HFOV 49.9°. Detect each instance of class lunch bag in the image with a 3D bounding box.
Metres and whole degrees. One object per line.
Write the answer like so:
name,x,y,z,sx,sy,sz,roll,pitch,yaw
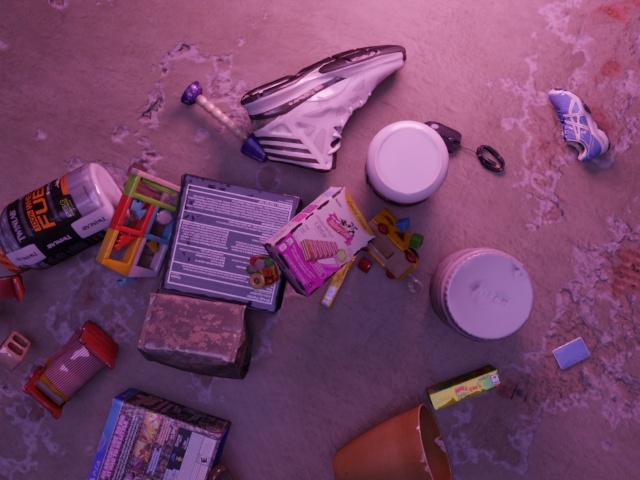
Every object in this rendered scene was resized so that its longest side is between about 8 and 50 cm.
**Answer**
lunch bag,-0.295,0.249,1.705,0.235,0.287,0.169,8,67,2

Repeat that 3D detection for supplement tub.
supplement tub,-0.670,-0.050,1.764,0.316,0.193,0.193,-28,87,2
supplement tub,0.204,-0.176,1.684,0.191,0.272,0.191,0,89,3

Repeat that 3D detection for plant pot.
plant pot,0.169,0.552,1.709,0.254,0.237,0.237,-19,87,18

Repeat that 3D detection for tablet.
tablet,0.649,0.292,1.783,0.083,0.006,0.054,-27,87,1

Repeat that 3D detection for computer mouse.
computer mouse,0.371,-0.245,1.795,0.242,0.041,0.071,24,89,3

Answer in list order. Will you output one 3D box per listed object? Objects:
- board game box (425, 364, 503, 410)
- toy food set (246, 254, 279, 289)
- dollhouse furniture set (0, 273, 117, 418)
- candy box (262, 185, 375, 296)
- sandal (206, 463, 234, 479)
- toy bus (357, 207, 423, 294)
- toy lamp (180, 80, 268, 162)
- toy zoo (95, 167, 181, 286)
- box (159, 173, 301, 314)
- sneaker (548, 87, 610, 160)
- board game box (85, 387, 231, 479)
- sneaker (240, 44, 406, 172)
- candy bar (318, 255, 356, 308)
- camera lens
board game box,0.364,0.373,1.752,0.181,0.092,0.043,-22,86,2
toy food set,-0.137,0.073,1.631,0.083,0.020,0.082,-11,100,22
dollhouse furniture set,-0.718,0.240,1.725,0.201,0.152,0.374,-44,107,2
candy box,0.000,0.000,1.654,0.233,0.071,0.159,-42,112,-19
sandal,-0.220,0.647,1.731,0.060,0.090,0.219,13,131,35
toy bus,0.192,0.013,1.765,0.191,0.104,0.202,11,123,31
toy lamp,-0.241,-0.307,1.807,0.275,0.080,0.080,38,90,2
toy zoo,-0.457,-0.020,1.760,0.030,0.192,0.293,21,89,34
box,-0.220,0.009,1.745,0.296,0.183,0.294,12,89,2
sneaker,0.649,-0.298,1.762,0.081,0.080,0.211,-37,86,-2
board game box,-0.409,0.542,1.760,0.291,0.141,0.232,19,89,3
sneaker,0.038,-0.331,1.784,0.447,0.169,0.257,-24,113,-9
candy bar,0.043,0.106,1.812,0.040,0.018,0.161,25,90,7
camera lens,0.384,0.128,1.666,0.219,0.274,0.219,0,89,3
